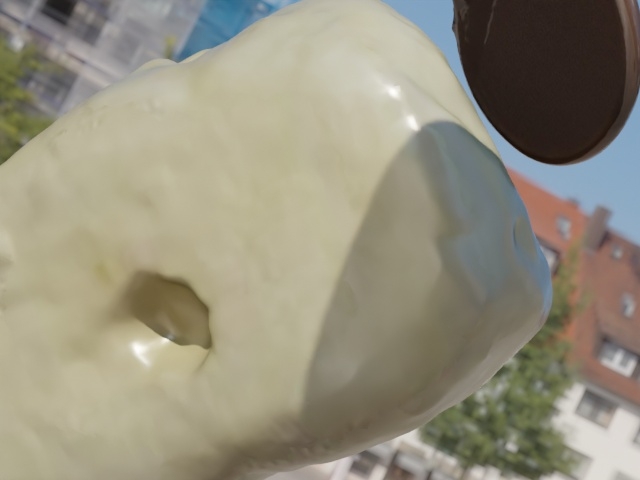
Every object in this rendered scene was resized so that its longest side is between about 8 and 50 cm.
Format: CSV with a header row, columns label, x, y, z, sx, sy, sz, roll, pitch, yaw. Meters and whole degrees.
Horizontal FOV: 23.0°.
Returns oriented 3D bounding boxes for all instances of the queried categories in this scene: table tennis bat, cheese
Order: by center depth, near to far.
label,x,y,z,sx,sy,sz,roll,pitch,yaw
table tennis bat,0.034,-0.090,0.637,0.119,0.107,0.170,-13,42,-31
cheese,0.000,-0.002,0.658,0.251,0.173,0.248,-16,-7,-45
